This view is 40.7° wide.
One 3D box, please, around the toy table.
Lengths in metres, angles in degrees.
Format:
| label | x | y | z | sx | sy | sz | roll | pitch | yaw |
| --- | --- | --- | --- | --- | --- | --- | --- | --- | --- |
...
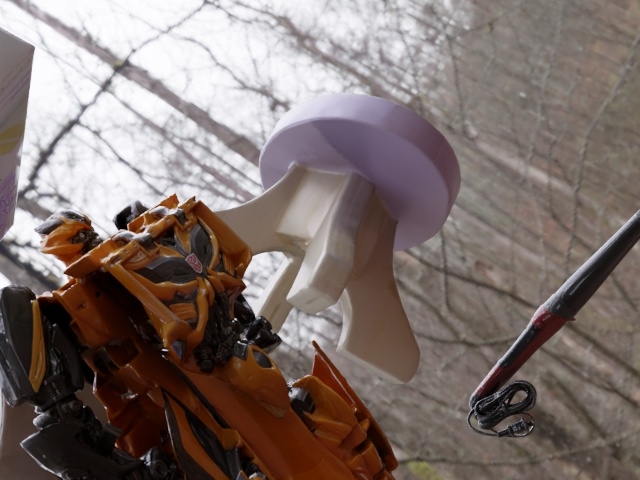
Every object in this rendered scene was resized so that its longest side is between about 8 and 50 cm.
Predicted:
| label | x | y | z | sx | sy | sz | roll | pitch | yaw |
| --- | --- | --- | --- | --- | --- | --- | --- | --- | --- |
| toy table | 0.000 | 0.000 | 0.768 | 0.160 | 0.252 | 0.274 | -63 | -4 | -20 |

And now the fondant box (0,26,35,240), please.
| label | x | y | z | sx | sy | sz | roll | pitch | yaw |
| --- | --- | --- | --- | --- | --- | --- | --- | --- | --- |
| fondant box | -0.412 | -0.046 | 0.900 | 0.330 | 0.096 | 0.238 | -55 | 7 | 51 |

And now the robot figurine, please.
| label | x | y | z | sx | sy | sz | roll | pitch | yaw |
| --- | --- | --- | --- | --- | --- | --- | --- | --- | --- |
| robot figurine | -0.041 | 0.096 | 0.455 | 0.085 | 0.291 | 0.211 | -33 | 9 | 22 |

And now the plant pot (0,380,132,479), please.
| label | x | y | z | sx | sy | sz | roll | pitch | yaw |
| --- | --- | --- | --- | --- | --- | --- | --- | --- | --- |
| plant pot | -0.322 | 0.217 | 1.171 | 0.280 | 0.323 | 0.323 | 5 | -59 | -38 |

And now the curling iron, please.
| label | x | y | z | sx | sy | sz | roll | pitch | yaw |
| --- | --- | --- | --- | --- | --- | --- | --- | --- | --- |
| curling iron | 0.239 | 0.082 | 0.844 | 0.274 | 0.068 | 0.035 | -53 | -27 | -1 |
